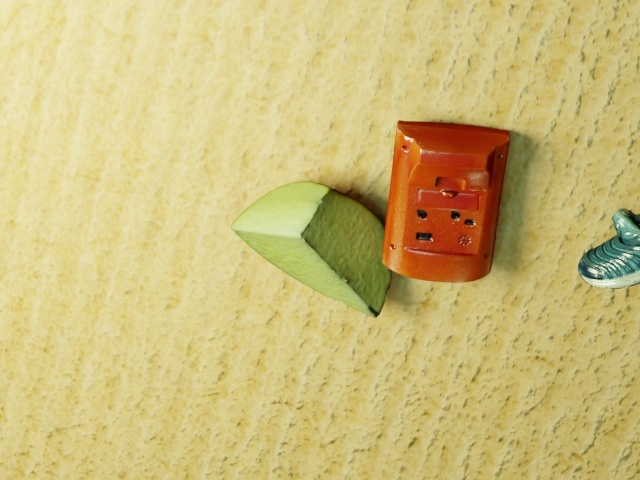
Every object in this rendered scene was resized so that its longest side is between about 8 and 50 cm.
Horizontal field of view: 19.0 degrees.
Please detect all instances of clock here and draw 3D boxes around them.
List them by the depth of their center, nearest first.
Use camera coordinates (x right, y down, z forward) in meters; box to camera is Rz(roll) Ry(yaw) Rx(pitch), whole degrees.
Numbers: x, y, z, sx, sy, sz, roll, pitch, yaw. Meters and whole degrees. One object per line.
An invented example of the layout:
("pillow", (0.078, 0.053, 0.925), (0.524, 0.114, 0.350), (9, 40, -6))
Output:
("clock", (0.124, -0.035, 1.896), (0.113, 0.061, 0.155), (5, 117, -1))

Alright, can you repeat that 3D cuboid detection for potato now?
("potato", (0.000, 0.000, 1.969), (0.120, 0.081, 0.149), (12, 152, 48))

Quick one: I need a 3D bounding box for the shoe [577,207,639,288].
("shoe", (0.312, -0.003, 1.868), (0.143, 0.064, 0.071), (-29, 106, 23))
